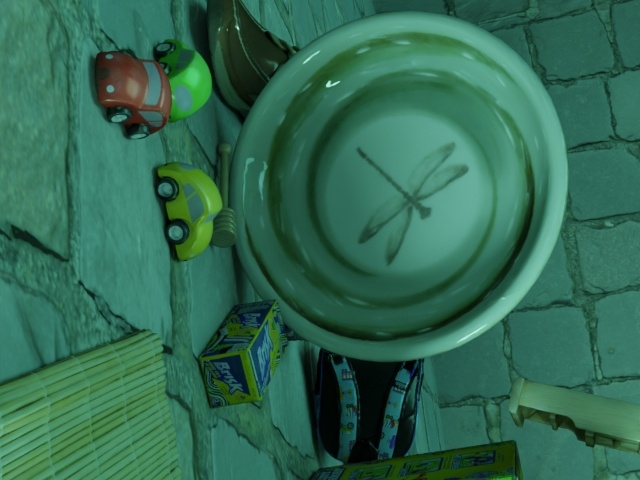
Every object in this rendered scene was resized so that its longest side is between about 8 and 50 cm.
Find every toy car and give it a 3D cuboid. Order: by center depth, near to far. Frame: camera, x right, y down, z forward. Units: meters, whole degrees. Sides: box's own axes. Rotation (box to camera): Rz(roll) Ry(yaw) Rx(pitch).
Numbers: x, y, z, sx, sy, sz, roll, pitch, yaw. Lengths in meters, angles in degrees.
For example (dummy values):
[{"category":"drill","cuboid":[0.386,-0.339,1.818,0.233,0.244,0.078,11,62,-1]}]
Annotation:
[{"category":"toy car","cuboid":[-0.140,-0.128,1.019,0.225,0.053,0.239,-88,164,-48]}]

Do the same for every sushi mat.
[{"category":"sushi mat","cuboid":[-0.160,0.155,0.731,0.316,0.019,0.152,-16,96,-80]}]

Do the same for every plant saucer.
[{"category":"plant saucer","cuboid":[0.090,-0.059,1.201,0.100,0.400,0.401,22,57,-67]}]

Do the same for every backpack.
[{"category":"backpack","cuboid":[0.066,0.234,1.496,0.117,0.158,0.173,128,-34,-80]}]

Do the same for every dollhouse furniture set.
[{"category":"dollhouse furniture set","cuboid":[0.289,0.306,1.235,0.212,0.160,0.242,54,49,-65]}]

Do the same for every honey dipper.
[{"category":"honey dipper","cuboid":[-0.111,-0.058,1.184,0.161,0.030,0.030,-96,169,-45]}]

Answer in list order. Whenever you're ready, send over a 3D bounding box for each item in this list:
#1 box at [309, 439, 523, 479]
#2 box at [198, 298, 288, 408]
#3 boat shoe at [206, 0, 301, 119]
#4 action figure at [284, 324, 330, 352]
[{"category":"box","cuboid":[0.138,0.433,1.317,0.177,0.279,0.290,-19,99,-79]},{"category":"box","cuboid":[-0.078,0.117,1.101,0.169,0.054,0.059,-59,137,-73]},{"category":"boat shoe","cuboid":[-0.061,-0.217,1.352,0.324,0.116,0.123,57,24,-64]},{"category":"action figure","cuboid":[0.000,0.000,1.373,0.141,0.164,0.276,-19,109,-60]}]
